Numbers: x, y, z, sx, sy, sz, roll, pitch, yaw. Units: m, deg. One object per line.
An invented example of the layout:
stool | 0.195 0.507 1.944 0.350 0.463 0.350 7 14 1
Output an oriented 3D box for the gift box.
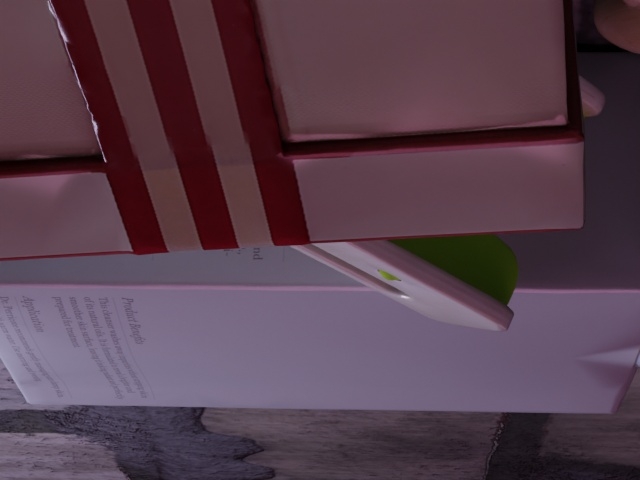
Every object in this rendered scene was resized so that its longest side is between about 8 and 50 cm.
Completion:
gift box | -0.025 -0.154 0.534 0.255 0.276 0.258 1 141 10

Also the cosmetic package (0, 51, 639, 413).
cosmetic package | 0.000 0.000 0.994 0.385 0.156 0.217 0 157 0

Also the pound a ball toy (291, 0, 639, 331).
pound a ball toy | 0.015 -0.098 0.798 0.319 0.208 0.136 27 173 -23
